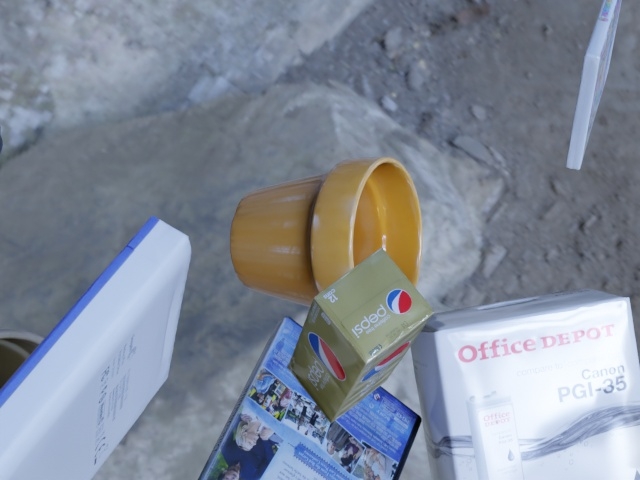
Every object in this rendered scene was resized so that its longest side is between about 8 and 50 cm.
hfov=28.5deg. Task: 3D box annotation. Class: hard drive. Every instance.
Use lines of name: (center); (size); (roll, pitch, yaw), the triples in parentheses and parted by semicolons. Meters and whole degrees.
hard drive: (-0.196, 0.154, 0.826); (0.040, 0.210, 0.319); (31, 55, 8)

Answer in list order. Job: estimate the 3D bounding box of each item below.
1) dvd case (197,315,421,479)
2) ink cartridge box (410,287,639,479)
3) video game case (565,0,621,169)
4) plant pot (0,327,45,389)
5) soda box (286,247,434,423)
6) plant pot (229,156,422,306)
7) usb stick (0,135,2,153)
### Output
dvd case: (-0.015, 0.218, 1.171); (0.022, 0.180, 0.253); (-33, 24, 50)
ink cartridge box: (0.214, 0.204, 1.258); (0.207, 0.117, 0.283); (-10, 92, -8)
video game case: (0.185, -0.116, 0.842); (0.011, 0.087, 0.122); (12, 41, 14)
plant pot: (-0.495, 0.257, 1.586); (0.280, 0.323, 0.323); (5, 76, 35)
soda box: (0.024, 0.073, 0.898); (0.061, 0.181, 0.058); (-36, 77, -18)
plant pot: (0.000, 0.000, 1.543); (0.187, 0.205, 0.205); (2, 74, 28)
usb stick: (-0.260, -0.084, 0.792); (0.077, 0.045, 0.278); (-32, 29, -12)
